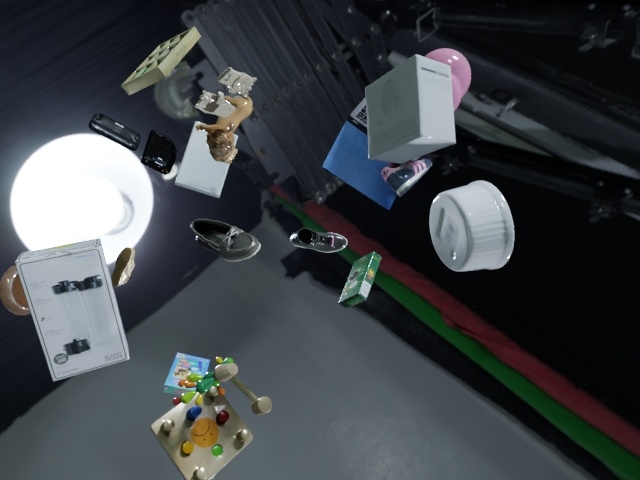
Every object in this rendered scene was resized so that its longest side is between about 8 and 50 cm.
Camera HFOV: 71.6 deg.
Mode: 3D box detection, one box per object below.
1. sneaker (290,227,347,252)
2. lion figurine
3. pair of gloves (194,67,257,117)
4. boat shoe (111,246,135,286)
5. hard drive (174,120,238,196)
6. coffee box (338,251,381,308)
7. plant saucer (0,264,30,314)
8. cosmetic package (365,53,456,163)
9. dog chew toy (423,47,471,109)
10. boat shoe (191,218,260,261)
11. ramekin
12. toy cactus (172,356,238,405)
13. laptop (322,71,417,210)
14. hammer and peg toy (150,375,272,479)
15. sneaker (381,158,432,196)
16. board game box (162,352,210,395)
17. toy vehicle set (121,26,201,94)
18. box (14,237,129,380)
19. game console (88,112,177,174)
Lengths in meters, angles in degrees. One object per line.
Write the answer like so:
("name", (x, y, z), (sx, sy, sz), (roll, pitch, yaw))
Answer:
("sneaker", (0.000, 0.000, 2.242), (0.296, 0.104, 0.147), (6, -7, -7))
("lion figurine", (-0.408, -0.542, 2.010), (0.240, 0.392, 0.142), (24, -5, 37))
("pair of gloves", (-0.384, -0.595, 1.791), (0.042, 0.240, 0.204), (59, 26, 12))
("boat shoe", (-0.755, 0.099, 1.719), (0.063, 0.170, 0.059), (34, 15, 19))
("hard drive", (-0.596, -0.425, 2.330), (0.233, 0.353, 0.047), (17, -12, -13))
("coffee box", (0.133, 0.130, 1.473), (0.040, 0.184, 0.113), (37, -39, -15))
("plant saucer", (-0.958, 0.158, 1.446), (0.029, 0.168, 0.168), (-5, -41, 14))
("cosmetic package", (0.250, -0.358, 1.260), (0.224, 0.138, 0.224), (-11, -102, 58))
("dog chew toy", (0.422, -0.539, 1.609), (0.207, 0.332, 0.206), (19, -29, 11))
("boat shoe", (-0.344, -0.008, 1.539), (0.335, 0.112, 0.095), (12, -33, 44))
("ramekin", (0.446, -0.037, 1.354), (0.277, 0.135, 0.277), (170, -90, -79))
("toy cactus", (-0.308, 0.409, 1.298), (0.180, 0.219, 0.112), (-30, -99, 35))
("laptop", (0.288, -0.406, 1.897), (0.382, 0.236, 0.408), (30, -44, -18))
("hammer and peg toy", (-0.362, 0.619, 1.523), (0.266, 0.361, 0.127), (50, -44, 8))
("sneaker", (0.346, -0.287, 1.761), (0.131, 0.319, 0.112), (44, -54, 4))
("board game box", (-0.600, 0.607, 2.000), (0.160, 0.047, 0.210), (16, 24, -9))
("toy vehicle set", (-0.493, -0.563, 1.384), (0.166, 0.267, 0.035), (-11, -46, 28))
("box", (-0.557, 0.153, 1.017), (0.087, 0.169, 0.290), (-152, -129, -62))
("game console", (-0.789, -0.430, 1.893), (0.361, 0.044, 0.213), (28, 37, -31))
